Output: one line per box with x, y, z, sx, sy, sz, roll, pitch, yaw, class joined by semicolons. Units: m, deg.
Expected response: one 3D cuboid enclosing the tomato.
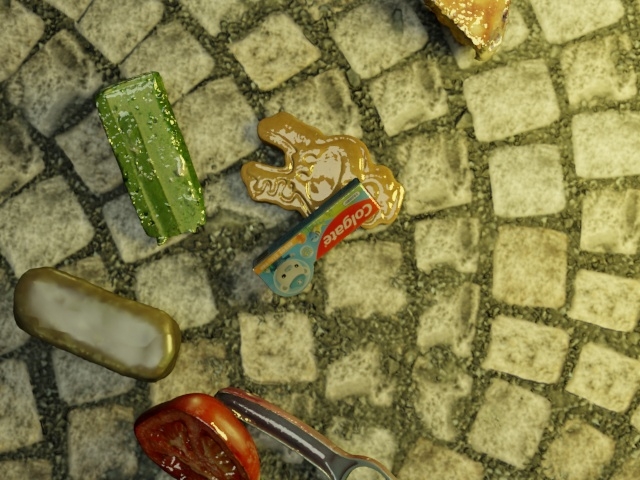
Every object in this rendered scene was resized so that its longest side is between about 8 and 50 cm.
-0.154;0.274;1.162;0.174;0.166;0.082;51;42;-13;tomato

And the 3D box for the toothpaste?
0.000;0.000;1.195;0.193;0.044;0.070;-39;105;7;toothpaste

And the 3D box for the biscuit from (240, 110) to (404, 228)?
0.005;-0.089;1.230;0.236;0.040;0.144;21;90;3;biscuit

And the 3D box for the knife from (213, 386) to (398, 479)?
-0.029;0.290;1.187;0.278;0.053;0.123;34;116;6;knife

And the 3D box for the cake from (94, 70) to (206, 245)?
-0.239;-0.121;1.228;0.100;0.099;0.235;-19;106;-4;cake

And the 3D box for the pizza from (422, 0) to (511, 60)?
0.196;-0.408;1.233;0.161;0.085;0.305;-9;87;-24;pizza

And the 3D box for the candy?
-0.305;0.116;1.171;0.234;0.104;0.102;21;80;1;candy
